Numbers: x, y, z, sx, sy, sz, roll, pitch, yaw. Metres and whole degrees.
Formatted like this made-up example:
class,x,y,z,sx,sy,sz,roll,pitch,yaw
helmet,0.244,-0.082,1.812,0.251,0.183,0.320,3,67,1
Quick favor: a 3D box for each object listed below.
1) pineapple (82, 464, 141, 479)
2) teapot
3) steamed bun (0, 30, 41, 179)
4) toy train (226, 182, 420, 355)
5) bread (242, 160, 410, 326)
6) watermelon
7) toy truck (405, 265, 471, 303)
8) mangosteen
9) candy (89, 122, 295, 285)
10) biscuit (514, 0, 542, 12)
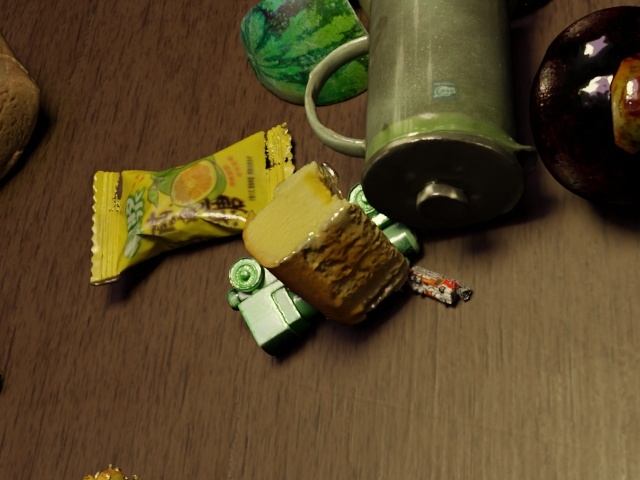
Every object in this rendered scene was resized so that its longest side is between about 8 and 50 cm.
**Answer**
class,x,y,z,sx,sy,sz,roll,pitch,yaw
pineapple,-0.267,0.344,1.343,0.137,0.069,0.116,-49,55,8
teapot,0.113,-0.173,1.317,0.270,0.200,0.337,-5,57,13
steamed bun,-0.574,-0.191,1.767,0.301,0.199,0.251,-44,66,11
toy train,0.005,0.031,1.356,0.251,0.085,0.119,-32,68,5
bread,0.000,0.000,1.298,0.140,0.169,0.160,-43,42,0
watermelon,-0.032,-0.271,1.514,0.231,0.146,0.128,-7,59,24
toy truck,0.135,0.052,1.299,0.083,0.024,0.032,21,45,41
mangosteen,0.338,-0.140,1.161,0.250,0.211,0.211,6,64,56
candy,-0.174,-0.049,1.511,0.297,0.081,0.187,-12,56,11
biscuit,0.245,-0.379,1.475,0.194,0.053,0.194,-15,56,22
